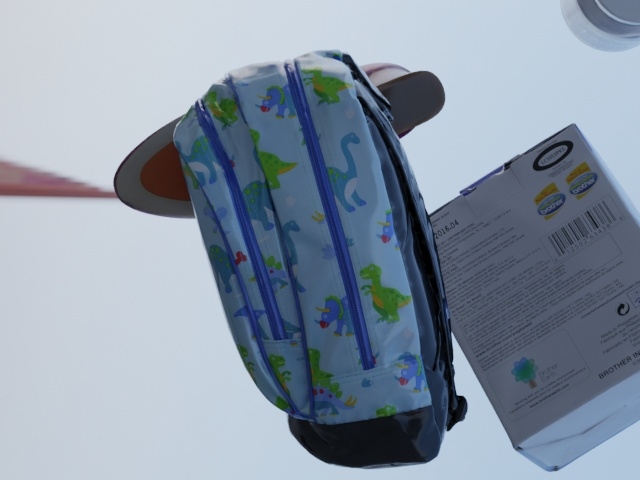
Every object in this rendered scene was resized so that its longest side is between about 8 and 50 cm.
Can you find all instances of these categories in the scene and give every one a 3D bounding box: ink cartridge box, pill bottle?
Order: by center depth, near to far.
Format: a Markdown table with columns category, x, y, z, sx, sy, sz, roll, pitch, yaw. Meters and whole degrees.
| category | x | y | z | sx | sy | sz | roll | pitch | yaw |
| --- | --- | --- | --- | --- | --- | --- | --- | --- | --- |
| ink cartridge box | 0.286 | 0.045 | 1.832 | 0.151 | 0.270 | 0.395 | 41 | 19 | -58 |
| pill bottle | 0.406 | -0.337 | 1.960 | 0.264 | 0.153 | 0.153 | -27 | 119 | -86 |

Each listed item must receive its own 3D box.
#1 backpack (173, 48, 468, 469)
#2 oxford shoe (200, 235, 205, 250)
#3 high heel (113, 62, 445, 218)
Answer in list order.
| category | x | y | z | sx | sy | sz | roll | pitch | yaw |
| --- | --- | --- | --- | --- | --- | --- | --- | --- | --- |
| backpack | 0.000 | 0.000 | 1.389 | 0.290 | 0.273 | 0.356 | -86 | 176 | -72 |
| oxford shoe | -0.149 | -0.072 | 2.346 | 0.271 | 0.096 | 0.098 | -92 | 175 | -50 |
| high heel | -0.054 | -0.105 | 1.623 | 0.181 | 0.377 | 0.127 | -172 | -111 | -74 |
